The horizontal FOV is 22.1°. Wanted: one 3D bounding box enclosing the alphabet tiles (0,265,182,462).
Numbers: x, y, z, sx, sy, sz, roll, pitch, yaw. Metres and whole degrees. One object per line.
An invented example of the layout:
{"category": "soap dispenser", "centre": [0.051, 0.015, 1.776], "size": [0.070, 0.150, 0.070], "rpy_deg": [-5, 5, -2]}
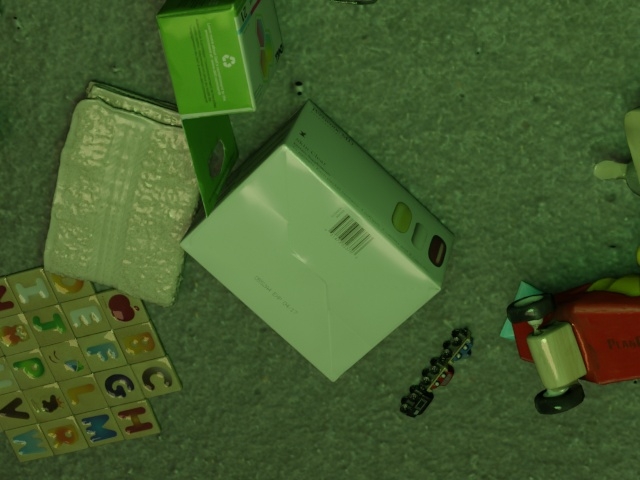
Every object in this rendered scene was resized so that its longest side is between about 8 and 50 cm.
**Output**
{"category": "alphabet tiles", "centre": [-0.376, 0.171, 2.277], "size": [0.343, 0.011, 0.285], "rpy_deg": [-14, 112, 18]}

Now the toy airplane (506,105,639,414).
{"category": "toy airplane", "centre": [0.441, 0.080, 1.910], "size": [0.384, 0.272, 0.386], "rpy_deg": [37, 127, 20]}

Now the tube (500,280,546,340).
{"category": "tube", "centre": [0.338, 0.124, 2.084], "size": [0.207, 0.052, 0.080], "rpy_deg": [21, 105, 6]}

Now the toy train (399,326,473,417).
{"category": "toy train", "centre": [0.156, 0.175, 2.158], "size": [0.036, 0.027, 0.158], "rpy_deg": [30, 119, -8]}

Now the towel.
{"category": "towel", "centre": [-0.246, -0.055, 2.110], "size": [0.187, 0.049, 0.282], "rpy_deg": [17, 116, 4]}

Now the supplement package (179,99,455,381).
{"category": "supplement package", "centre": [0.000, 0.000, 2.036], "size": [0.262, 0.145, 0.204], "rpy_deg": [42, 117, -11]}

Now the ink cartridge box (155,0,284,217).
{"category": "ink cartridge box", "centre": [-0.102, -0.184, 1.942], "size": [0.097, 0.189, 0.255], "rpy_deg": [-6, 116, 13]}

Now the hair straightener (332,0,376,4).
{"category": "hair straightener", "centre": [-0.009, -0.365, 1.918], "size": [0.089, 0.047, 0.230], "rpy_deg": [-29, 112, 23]}
